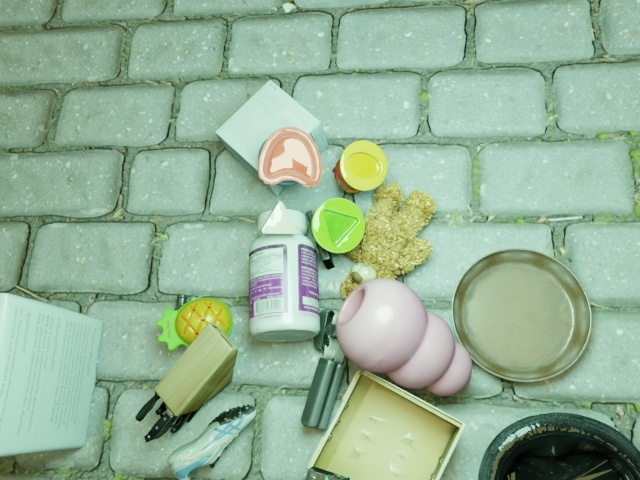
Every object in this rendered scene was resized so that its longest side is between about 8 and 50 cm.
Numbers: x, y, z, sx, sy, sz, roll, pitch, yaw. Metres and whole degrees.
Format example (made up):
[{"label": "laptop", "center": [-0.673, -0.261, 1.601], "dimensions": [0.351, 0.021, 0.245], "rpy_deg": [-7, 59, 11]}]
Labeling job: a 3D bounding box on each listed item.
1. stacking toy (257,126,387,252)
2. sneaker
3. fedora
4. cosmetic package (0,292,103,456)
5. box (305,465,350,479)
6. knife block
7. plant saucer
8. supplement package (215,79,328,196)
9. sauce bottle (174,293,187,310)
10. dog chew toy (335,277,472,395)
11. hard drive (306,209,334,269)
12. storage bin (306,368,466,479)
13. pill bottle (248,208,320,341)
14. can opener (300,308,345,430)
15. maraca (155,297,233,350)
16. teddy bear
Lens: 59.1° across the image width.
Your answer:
[{"label": "stacking toy", "center": [-0.016, -0.119, 1.374], "dimensions": [0.309, 0.130, 0.279], "rpy_deg": [12, 86, -15]}, {"label": "sneaker", "center": [-0.246, 0.475, 1.333], "dimensions": [0.237, 0.085, 0.086], "rpy_deg": [-36, 97, -6]}, {"label": "fedora", "center": [0.489, 0.509, 1.155], "dimensions": [0.334, 0.152, 0.333], "rpy_deg": [-3, 73, 9]}, {"label": "cosmetic package", "center": [-0.764, 0.310, 1.295], "dimensions": [0.328, 0.393, 0.329], "rpy_deg": [-1, 73, 9]}, {"label": "box", "center": [0.012, 0.502, 1.155], "dimensions": [0.083, 0.062, 0.052], "rpy_deg": [12, 77, 13]}, {"label": "knife block", "center": [-0.317, 0.340, 1.301], "dimensions": [0.088, 0.275, 0.242], "rpy_deg": [43, 54, 18]}, {"label": "plant saucer", "center": [0.464, 0.172, 1.319], "dimensions": [0.311, 0.050, 0.310], "rpy_deg": [-3, 72, 9]}, {"label": "supplement package", "center": [-0.125, -0.268, 1.497], "dimensions": [0.203, 0.149, 0.194], "rpy_deg": [-45, 72, -6]}, {"label": "sauce bottle", "center": [-0.360, 0.202, 1.448], "dimensions": [0.042, 0.042, 0.128], "rpy_deg": [-3, 74, 8]}, {"label": "dog chew toy", "center": [0.198, 0.228, 1.248], "dimensions": [0.332, 0.207, 0.206], "rpy_deg": [34, 80, -14]}, {"label": "hard drive", "center": [0.000, 0.000, 1.423], "dimensions": [0.022, 0.094, 0.135], "rpy_deg": [-19, 71, 4]}, {"label": "storage bin", "center": [0.138, 0.457, 1.245], "dimensions": [0.260, 0.123, 0.262], "rpy_deg": [26, 79, 15]}, {"label": "pill bottle", "center": [-0.090, 0.084, 1.371], "dimensions": [0.169, 0.169, 0.301], "rpy_deg": [-5, 69, 8]}, {"label": "can opener", "center": [0.013, 0.307, 1.350], "dimensions": [0.093, 0.074, 0.280], "rpy_deg": [-3, 67, 45]}, {"label": "maraca", "center": [-0.311, 0.209, 1.398], "dimensions": [0.186, 0.099, 0.127], "rpy_deg": [-9, 72, -13]}, {"label": "teddy bear", "center": [0.156, 0.004, 1.389], "dimensions": [0.245, 0.113, 0.338], "rpy_deg": [39, 82, 20]}]
